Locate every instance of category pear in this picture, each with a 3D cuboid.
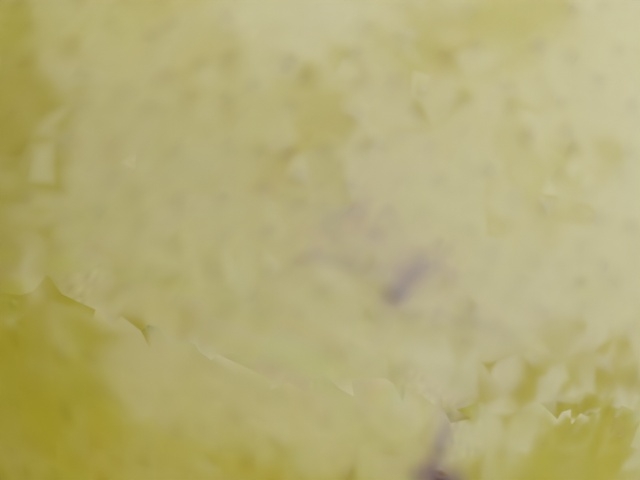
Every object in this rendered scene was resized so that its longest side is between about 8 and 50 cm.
[{"bbox_3d":[0.000,0.000,0.480,0.348,0.348,0.348,27,42,-28],"label":"pear"}]
